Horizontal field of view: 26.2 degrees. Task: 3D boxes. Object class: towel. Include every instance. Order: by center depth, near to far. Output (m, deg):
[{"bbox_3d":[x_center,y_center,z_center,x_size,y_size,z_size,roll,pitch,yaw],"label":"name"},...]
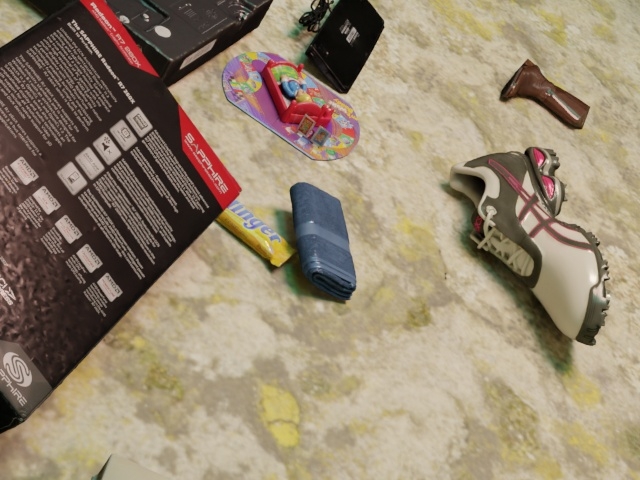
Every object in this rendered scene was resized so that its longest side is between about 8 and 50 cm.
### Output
[{"bbox_3d":[0.000,0.000,1.347,0.067,0.029,0.119,30,36,-37],"label":"towel"}]

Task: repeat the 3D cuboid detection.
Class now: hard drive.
[{"bbox_3d":[-0.240,-0.313,1.486,0.339,0.064,0.237,39,38,4],"label":"hard drive"}]

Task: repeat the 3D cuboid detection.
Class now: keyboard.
[{"bbox_3d":[0.017,-0.248,1.645,0.100,0.038,0.192,51,33,-17],"label":"keyboard"}]

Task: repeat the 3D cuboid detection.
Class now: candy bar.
[{"bbox_3d":[-0.092,-0.031,1.332,0.161,0.018,0.040,40,37,6],"label":"candy bar"}]

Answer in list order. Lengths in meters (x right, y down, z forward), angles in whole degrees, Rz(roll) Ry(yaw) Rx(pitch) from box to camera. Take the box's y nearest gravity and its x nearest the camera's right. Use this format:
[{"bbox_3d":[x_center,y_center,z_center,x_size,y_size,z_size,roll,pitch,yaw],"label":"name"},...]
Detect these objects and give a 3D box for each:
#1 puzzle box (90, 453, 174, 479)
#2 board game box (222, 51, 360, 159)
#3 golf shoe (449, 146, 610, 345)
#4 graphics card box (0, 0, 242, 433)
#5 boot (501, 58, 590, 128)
[{"bbox_3d":[-0.011,0.341,0.964,0.409,0.052,0.272,27,38,-9],"label":"puzzle box"},{"bbox_3d":[-0.023,-0.161,1.509,0.169,0.033,0.133,35,38,0],"label":"board game box"},{"bbox_3d":[0.224,0.009,1.476,0.120,0.105,0.273,-1,42,-16],"label":"golf shoe"},{"bbox_3d":[-0.232,-0.032,1.107,0.233,0.094,0.371,55,35,-13],"label":"graphics card box"},{"bbox_3d":[0.293,-0.178,1.765,0.114,0.037,0.106,41,40,1],"label":"boot"}]
